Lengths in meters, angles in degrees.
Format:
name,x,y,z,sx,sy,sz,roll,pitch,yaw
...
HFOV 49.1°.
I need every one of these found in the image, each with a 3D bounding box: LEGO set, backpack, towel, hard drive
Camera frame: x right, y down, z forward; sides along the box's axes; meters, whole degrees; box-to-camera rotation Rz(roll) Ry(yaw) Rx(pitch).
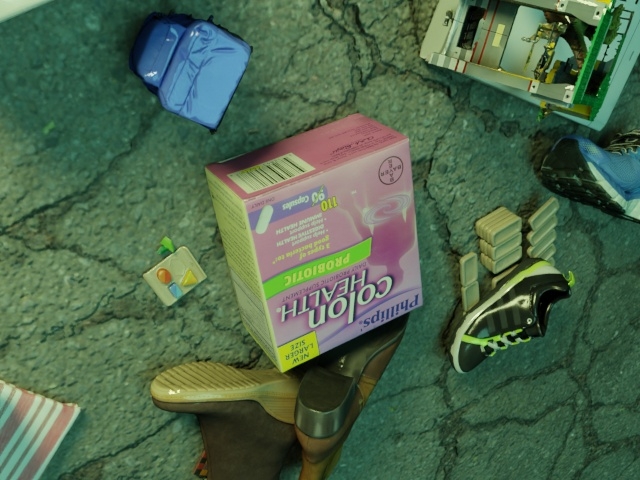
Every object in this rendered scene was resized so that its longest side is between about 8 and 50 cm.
name,x,y,z,sx,sy,sz,roll,pitch,yaw
LEGO set,0.249,-0.295,0.788,0.255,0.192,0.331,-29,136,-53
backpack,-0.132,-0.178,0.686,0.101,0.120,0.098,28,99,-29
towel,-0.389,0.219,0.790,0.197,0.029,0.144,33,91,-39
hard drive,0.315,-0.303,0.945,0.353,0.047,0.233,11,107,-35

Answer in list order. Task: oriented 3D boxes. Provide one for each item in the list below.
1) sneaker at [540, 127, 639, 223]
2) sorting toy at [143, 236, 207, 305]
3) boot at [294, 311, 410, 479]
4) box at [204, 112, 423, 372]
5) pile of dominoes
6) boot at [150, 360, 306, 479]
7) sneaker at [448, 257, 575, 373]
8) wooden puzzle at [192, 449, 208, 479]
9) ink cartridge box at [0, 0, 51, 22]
name,x,y,z,sx,sy,sz,roll,pitch,yaw
sneaker,0.465,-0.119,1.100,0.330,0.130,0.147,12,97,-43
sorting toy,-0.178,0.035,0.833,0.062,0.012,0.083,-36,128,-11
boot,0.043,0.241,1.010,0.264,0.096,0.280,-59,159,-45
box,0.000,0.000,0.859,0.214,0.117,0.243,-22,124,-21
pile of dominoes,0.298,0.055,1.139,0.196,0.040,0.251,-29,134,-17
boot,-0.127,0.270,0.926,0.248,0.090,0.207,9,101,-41
sneaker,0.298,0.127,1.091,0.234,0.097,0.084,-50,135,4
wooden puzzle,-0.150,0.313,0.997,0.049,0.006,0.083,21,101,-37
ink cartridge box,-0.246,-0.277,0.531,0.233,0.171,0.168,-30,126,-16
